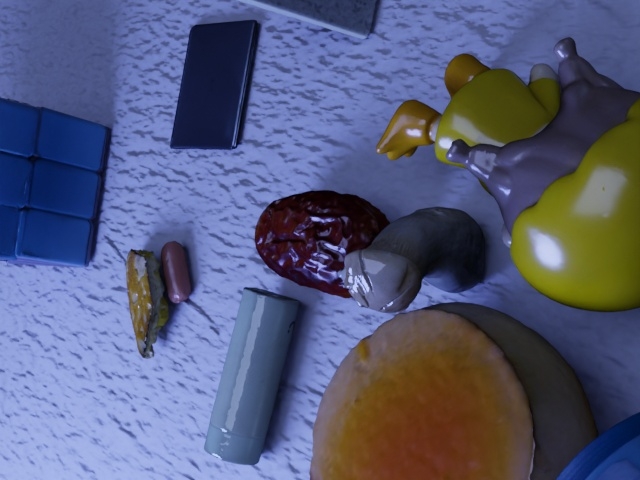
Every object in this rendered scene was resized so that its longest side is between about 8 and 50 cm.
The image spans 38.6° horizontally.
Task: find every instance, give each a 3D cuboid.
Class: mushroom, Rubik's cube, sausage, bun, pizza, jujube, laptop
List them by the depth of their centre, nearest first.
[{"bbox_3d":[0.133,0.214,0.863,0.299,0.165,0.298,-26,53,41],"label":"bun"},{"bbox_3d":[0.097,0.015,0.898,0.081,0.223,0.092,13,102,27],"label":"mushroom"},{"bbox_3d":[0.000,0.000,1.041,0.176,0.109,0.112,14,55,40],"label":"jujube"},{"bbox_3d":[-0.194,0.043,1.222,0.034,0.034,0.083,-24,69,31],"label":"sausage"},{"bbox_3d":[-0.232,0.075,1.232,0.099,0.036,0.160,-44,54,50],"label":"pizza"},{"bbox_3d":[-0.147,-0.212,1.250,0.129,0.016,0.180,6,85,37],"label":"laptop"},{"bbox_3d":[-0.476,-0.080,1.337,0.221,0.231,0.224,3,85,38],"label":"Rubik's cube"}]

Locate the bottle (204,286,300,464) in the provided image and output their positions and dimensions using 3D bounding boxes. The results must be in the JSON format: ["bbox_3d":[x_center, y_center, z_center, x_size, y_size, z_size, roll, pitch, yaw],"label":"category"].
[{"bbox_3d":[-0.082,0.161,1.091,0.072,0.072,0.201,14,90,38],"label":"bottle"}]

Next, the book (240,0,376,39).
[{"bbox_3d":[-0.009,-0.418,1.077,0.021,0.217,0.310,-171,94,-71],"label":"book"}]

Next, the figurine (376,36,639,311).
[{"bbox_3d":[0.215,-0.070,0.858,0.344,0.187,0.215,35,88,42],"label":"figurine"}]

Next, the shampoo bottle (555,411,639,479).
[{"bbox_3d":[0.306,0.280,0.533,0.332,0.343,0.330,0,90,3],"label":"shampoo bottle"}]
